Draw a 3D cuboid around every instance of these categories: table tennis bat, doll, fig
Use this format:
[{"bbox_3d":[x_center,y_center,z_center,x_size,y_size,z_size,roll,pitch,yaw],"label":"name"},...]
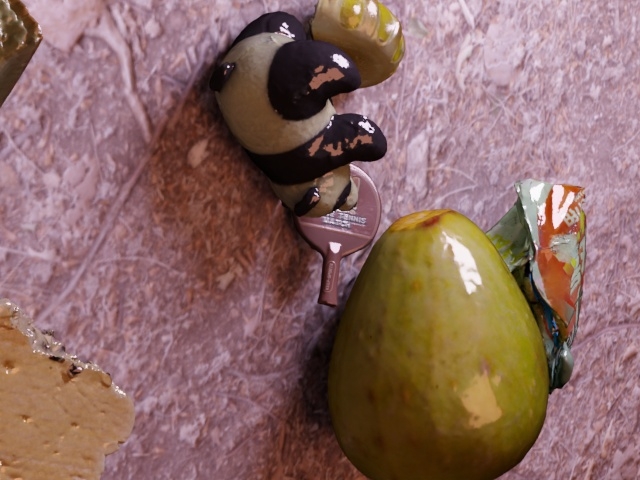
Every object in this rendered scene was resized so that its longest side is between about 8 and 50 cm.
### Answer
[{"bbox_3d":[0.000,0.000,1.667,0.107,0.119,0.170,10,76,-16],"label":"table tennis bat"},{"bbox_3d":[-0.025,-0.126,1.517,0.135,0.143,0.234,-37,130,-10],"label":"doll"},{"bbox_3d":[0.137,0.126,1.669,0.258,0.258,0.326,-8,102,-43],"label":"fig"}]

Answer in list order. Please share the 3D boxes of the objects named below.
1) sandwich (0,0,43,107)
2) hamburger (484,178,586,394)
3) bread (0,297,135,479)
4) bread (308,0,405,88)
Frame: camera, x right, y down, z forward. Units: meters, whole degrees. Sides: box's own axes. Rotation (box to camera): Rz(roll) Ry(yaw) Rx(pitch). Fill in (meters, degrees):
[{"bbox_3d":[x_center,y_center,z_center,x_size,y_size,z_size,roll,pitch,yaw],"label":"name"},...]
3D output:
[{"bbox_3d":[-0.312,-0.151,1.185,0.108,0.186,0.220,-32,124,-30],"label":"sandwich"},{"bbox_3d":[0.261,0.053,1.840,0.260,0.150,0.276,-23,116,-74],"label":"hamburger"},{"bbox_3d":[-0.296,0.175,1.413,0.182,0.039,0.251,-57,134,-14],"label":"bread"},{"bbox_3d":[0.046,-0.225,1.566,0.157,0.094,0.083,38,70,-47],"label":"bread"}]
